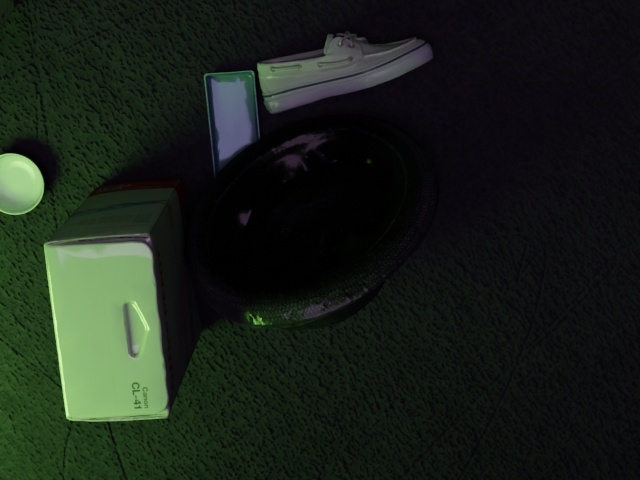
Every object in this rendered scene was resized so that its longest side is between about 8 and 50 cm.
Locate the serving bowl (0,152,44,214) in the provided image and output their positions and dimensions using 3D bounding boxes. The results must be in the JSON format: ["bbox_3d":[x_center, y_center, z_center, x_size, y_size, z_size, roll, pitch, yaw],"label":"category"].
[{"bbox_3d":[-0.407,-0.078,1.679,0.083,0.027,0.083,1,104,2],"label":"serving bowl"}]

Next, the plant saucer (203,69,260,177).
[{"bbox_3d":[-0.111,-0.127,1.656,0.067,0.018,0.192,-4,105,4],"label":"plant saucer"}]

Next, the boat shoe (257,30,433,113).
[{"bbox_3d":[0.026,-0.226,1.588,0.226,0.083,0.076,-17,104,8],"label":"boat shoe"}]

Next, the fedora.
[{"bbox_3d":[0.000,0.000,1.593,0.334,0.334,0.152,-15,142,7],"label":"fedora"}]

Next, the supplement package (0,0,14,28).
[{"bbox_3d":[-0.493,-0.374,1.506,0.204,0.145,0.262,5,126,2],"label":"supplement package"}]

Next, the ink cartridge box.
[{"bbox_3d":[-0.236,0.063,1.562,0.131,0.306,0.226,-4,104,4],"label":"ink cartridge box"}]
